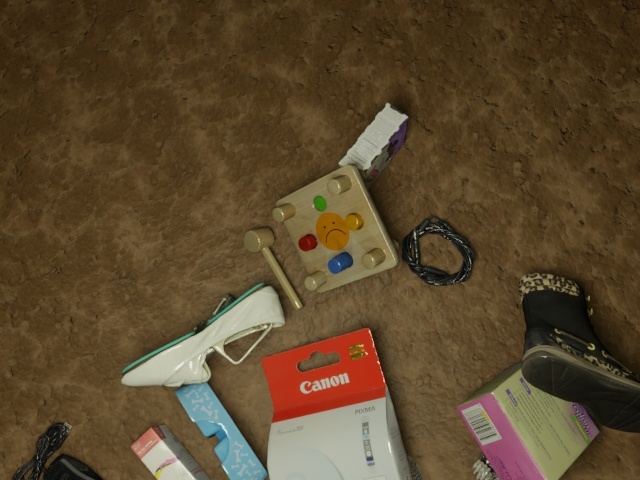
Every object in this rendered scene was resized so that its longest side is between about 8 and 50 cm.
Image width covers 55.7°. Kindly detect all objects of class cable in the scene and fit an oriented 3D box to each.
[{"bbox_3d":[0.294,0.038,1.513,0.150,0.047,0.184,-41,79,-6],"label":"cable"}]

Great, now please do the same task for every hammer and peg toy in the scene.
[{"bbox_3d":[0.000,0.000,1.461,0.361,0.127,0.265,-25,92,39],"label":"hammer and peg toy"}]

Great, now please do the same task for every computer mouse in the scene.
[{"bbox_3d":[-0.580,0.577,1.430,0.272,0.072,0.188,32,83,22],"label":"computer mouse"}]

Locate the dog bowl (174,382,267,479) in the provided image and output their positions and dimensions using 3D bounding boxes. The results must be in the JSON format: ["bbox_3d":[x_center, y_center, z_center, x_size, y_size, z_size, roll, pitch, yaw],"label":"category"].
[{"bbox_3d":[-0.225,0.447,1.394,0.074,0.166,0.297,-34,78,-16],"label":"dog bowl"}]

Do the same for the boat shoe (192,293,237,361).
[{"bbox_3d":[-0.274,0.231,1.488,0.070,0.078,0.219,35,73,9],"label":"boat shoe"}]

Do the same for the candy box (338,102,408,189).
[{"bbox_3d":[0.132,-0.220,1.519,0.070,0.165,0.196,36,82,11],"label":"candy box"}]

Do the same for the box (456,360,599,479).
[{"bbox_3d":[0.455,0.393,1.327,0.243,0.117,0.213,-20,74,-41],"label":"box"}]

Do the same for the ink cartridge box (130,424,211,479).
[{"bbox_3d":[-0.336,0.524,1.400,0.067,0.115,0.198,-43,78,-8],"label":"ink cartridge box"}]

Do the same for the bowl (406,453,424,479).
[{"bbox_3d":[0.158,0.568,1.383,0.170,0.080,0.170,-1,78,3],"label":"bowl"}]

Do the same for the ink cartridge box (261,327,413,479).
[{"bbox_3d":[0.015,0.422,1.362,0.308,0.091,0.384,-20,78,23],"label":"ink cartridge box"}]

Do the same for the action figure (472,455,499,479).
[{"bbox_3d":[0.380,0.569,1.343,0.276,0.141,0.164,-31,69,-2],"label":"action figure"}]

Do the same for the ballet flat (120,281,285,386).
[{"bbox_3d":[-0.250,0.245,1.379,0.400,0.139,0.139,-32,77,-18],"label":"ballet flat"}]

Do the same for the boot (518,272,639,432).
[{"bbox_3d":[0.599,0.245,1.354,0.378,0.138,0.284,24,39,-10],"label":"boot"}]
